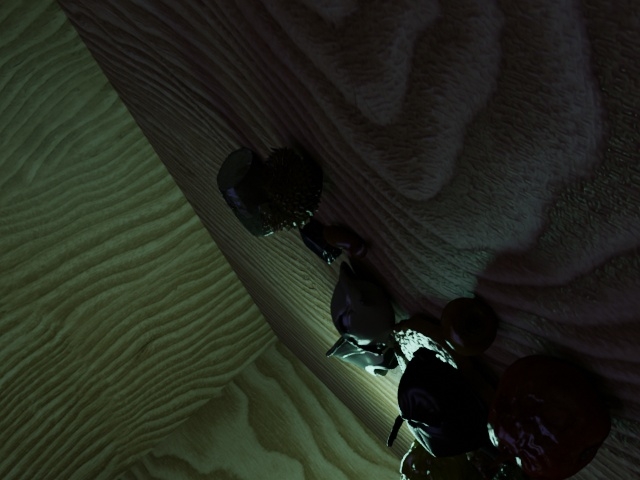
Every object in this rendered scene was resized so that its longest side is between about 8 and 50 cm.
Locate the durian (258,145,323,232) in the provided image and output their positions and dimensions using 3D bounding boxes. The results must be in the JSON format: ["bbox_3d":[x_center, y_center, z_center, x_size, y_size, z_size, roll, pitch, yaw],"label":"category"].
[{"bbox_3d":[-0.062,-0.126,1.622,0.193,0.137,0.237,85,-174,-55],"label":"durian"}]

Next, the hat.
[{"bbox_3d":[0.280,0.433,1.601,0.336,0.209,0.238,50,163,-6],"label":"hat"}]

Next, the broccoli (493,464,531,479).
[{"bbox_3d":[0.546,0.651,1.828,0.204,0.118,0.122,4,123,50],"label":"broccoli"}]

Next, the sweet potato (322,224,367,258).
[{"bbox_3d":[0.054,-0.001,1.721,0.202,0.058,0.055,33,138,52],"label":"sweet potato"}]

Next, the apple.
[{"bbox_3d":[0.282,0.168,1.358,0.114,0.099,0.102,46,169,2],"label":"apple"}]

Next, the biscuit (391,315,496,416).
[{"bbox_3d":[0.311,0.309,1.718,0.312,0.057,0.351,48,166,5],"label":"biscuit"}]

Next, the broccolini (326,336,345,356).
[{"bbox_3d":[0.074,0.265,2.071,0.074,0.201,0.058,28,-152,-44],"label":"broccolini"}]

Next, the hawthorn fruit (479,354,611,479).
[{"bbox_3d":[0.368,0.327,1.202,0.207,0.243,0.207,48,164,18],"label":"hawthorn fruit"}]

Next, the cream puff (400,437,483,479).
[{"bbox_3d":[0.368,0.746,2.260,0.324,0.291,0.257,-13,-102,-66],"label":"cream puff"}]

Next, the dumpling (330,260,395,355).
[{"bbox_3d":[0.095,0.185,1.864,0.204,0.163,0.293,35,166,43],"label":"dumpling"}]

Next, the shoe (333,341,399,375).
[{"bbox_3d":[0.151,0.353,2.215,0.160,0.132,0.363,45,163,-1],"label":"shoe"}]

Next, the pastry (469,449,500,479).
[{"bbox_3d":[0.499,0.689,2.128,0.097,0.057,0.109,41,163,39],"label":"pastry"}]

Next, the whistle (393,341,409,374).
[{"bbox_3d":[0.267,0.372,2.031,0.068,0.057,0.326,-3,144,14],"label":"whistle"}]

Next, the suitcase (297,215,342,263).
[{"bbox_3d":[0.000,0.000,1.890,0.126,0.059,0.086,38,163,34],"label":"suitcase"}]

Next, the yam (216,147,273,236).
[{"bbox_3d":[-0.195,-0.124,2.001,0.154,0.154,0.254,29,152,56],"label":"yam"}]
